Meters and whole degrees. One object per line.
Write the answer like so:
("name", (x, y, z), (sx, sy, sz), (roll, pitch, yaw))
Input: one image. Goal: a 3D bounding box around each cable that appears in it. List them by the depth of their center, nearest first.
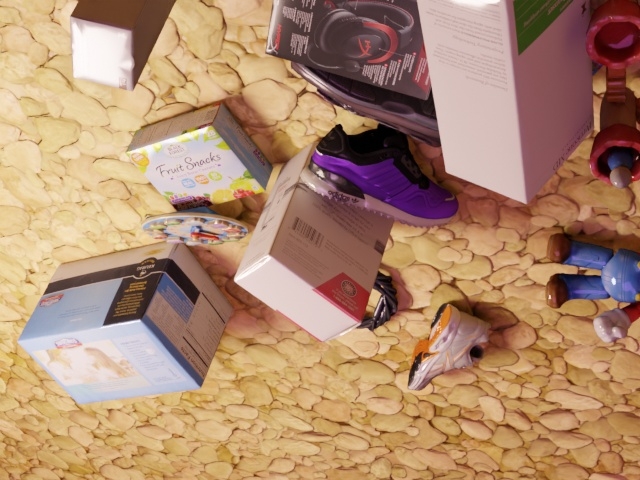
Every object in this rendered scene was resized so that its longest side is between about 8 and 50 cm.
("cable", (0.083, 0.112, 2.161), (0.151, 0.047, 0.184), (-6, 131, 19))

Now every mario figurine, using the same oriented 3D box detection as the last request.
("mario figurine", (0.543, 0.059, 1.834), (0.321, 0.170, 0.198), (2, 135, 21))

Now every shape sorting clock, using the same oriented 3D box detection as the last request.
("shape sorting clock", (-0.241, -0.019, 2.076), (0.206, 0.040, 0.206), (-3, 164, -1))

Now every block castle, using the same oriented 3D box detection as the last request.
("block castle", (0.592, -0.222, 1.451), (0.453, 0.212, 0.303), (-1, 135, 15))

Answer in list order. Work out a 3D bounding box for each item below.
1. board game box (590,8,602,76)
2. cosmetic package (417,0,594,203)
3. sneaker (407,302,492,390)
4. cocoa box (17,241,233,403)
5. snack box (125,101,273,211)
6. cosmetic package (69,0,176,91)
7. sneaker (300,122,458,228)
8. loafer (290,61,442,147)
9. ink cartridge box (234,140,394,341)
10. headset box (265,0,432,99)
("board game box", (0.361, -0.307, 1.605), (0.154, 0.026, 0.103), (28, 139, -11))
("cosmetic package", (0.263, -0.256, 1.498), (0.155, 0.197, 0.365), (25, 150, 35))
("sneaker", (0.260, 0.237, 2.190), (0.121, 0.099, 0.262), (18, 140, -6))
("cocoa box", (-0.405, 0.176, 2.266), (0.347, 0.228, 0.231), (-11, 131, 30))
("snack box", (-0.220, -0.146, 1.964), (0.207, 0.070, 0.174), (-13, 132, 31))
("cosmetic package", (-0.293, -0.353, 1.637), (0.107, 0.238, 0.127), (16, 138, 3))
("sneaker", (0.125, -0.120, 1.828), (0.293, 0.102, 0.146), (14, 114, -24))
("loafer", (0.085, -0.227, 1.741), (0.303, 0.109, 0.095), (21, 143, -7))
("ink cartridge box", (0.000, 0.000, 1.882), (0.207, 0.283, 0.117), (37, 138, -19))
("headset box", (0.081, -0.347, 1.601), (0.293, 0.110, 0.218), (16, 139, 3))
